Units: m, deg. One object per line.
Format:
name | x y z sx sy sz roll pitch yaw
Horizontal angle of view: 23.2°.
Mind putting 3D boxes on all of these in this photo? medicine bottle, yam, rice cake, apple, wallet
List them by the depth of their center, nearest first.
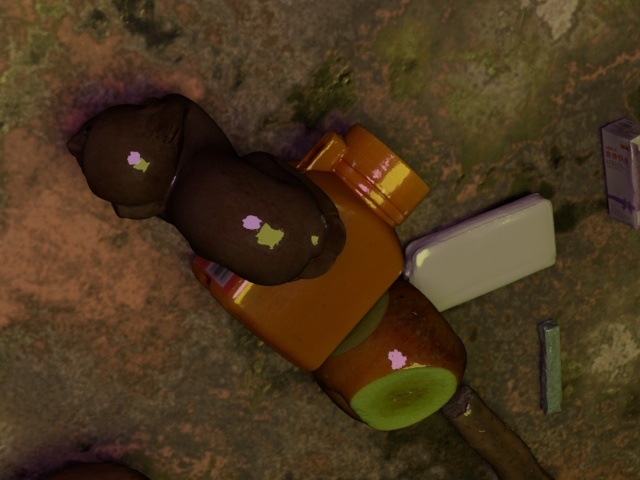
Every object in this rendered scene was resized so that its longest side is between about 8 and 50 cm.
medicine bottle | 0.000 0.000 1.544 0.222 0.112 0.149 -49 125 0
apple | 0.069 0.123 1.607 0.147 0.163 0.146 -42 125 2
wallet | 0.174 0.016 1.692 0.190 0.033 0.095 -19 118 -19
rice cake | 0.267 0.149 1.809 0.022 0.021 0.121 -14 116 -16
yam | 0.218 0.250 1.814 0.057 0.057 0.241 -44 123 -3

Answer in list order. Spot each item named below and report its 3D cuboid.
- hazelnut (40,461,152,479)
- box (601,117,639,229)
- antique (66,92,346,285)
hazelnut | -0.222 0.315 1.545 0.210 0.210 0.186 -20 83 -18
box | 0.344 -0.074 1.728 0.036 0.050 0.117 -26 121 -23
antique | -0.109 -0.045 1.407 0.121 0.257 0.143 -59 168 8
